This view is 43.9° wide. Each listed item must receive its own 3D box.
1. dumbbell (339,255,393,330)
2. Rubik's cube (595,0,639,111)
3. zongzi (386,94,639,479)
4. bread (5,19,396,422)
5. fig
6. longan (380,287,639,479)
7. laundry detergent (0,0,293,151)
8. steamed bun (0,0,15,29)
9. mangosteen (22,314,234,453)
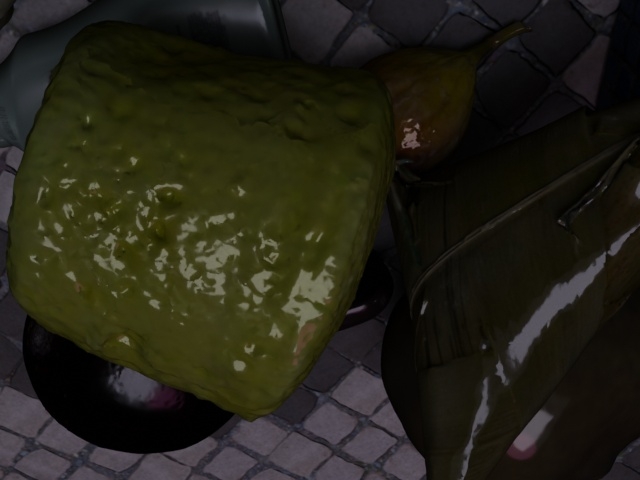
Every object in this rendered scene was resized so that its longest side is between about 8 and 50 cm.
[{"bbox_3d":[0.000,0.000,1.023,0.140,0.124,0.225,-18,121,7],"label":"dumbbell"},{"bbox_3d":[0.469,-0.198,0.871,0.238,0.237,0.237,-2,125,-2],"label":"Rubik's cube"},{"bbox_3d":[0.266,0.038,0.727,0.447,0.418,0.181,-23,141,35],"label":"zongzi"},{"bbox_3d":[-0.107,-0.029,0.734,0.307,0.348,0.348,20,118,-10],"label":"bread"},{"bbox_3d":[0.142,-0.176,0.932,0.257,0.159,0.159,-37,118,-1],"label":"fig"},{"bbox_3d":[0.262,0.152,1.009,0.360,0.361,0.361,-2,122,-3],"label":"longan"},{"bbox_3d":[-0.227,-0.161,0.910,0.397,0.125,0.264,-12,120,5],"label":"laundry detergent"},{"bbox_3d":[-0.441,-0.347,0.707,0.342,0.255,0.368,-6,148,-17],"label":"steamed bun"},{"bbox_3d":[-0.201,0.108,0.984,0.297,0.297,0.313,37,103,-23],"label":"mangosteen"}]
